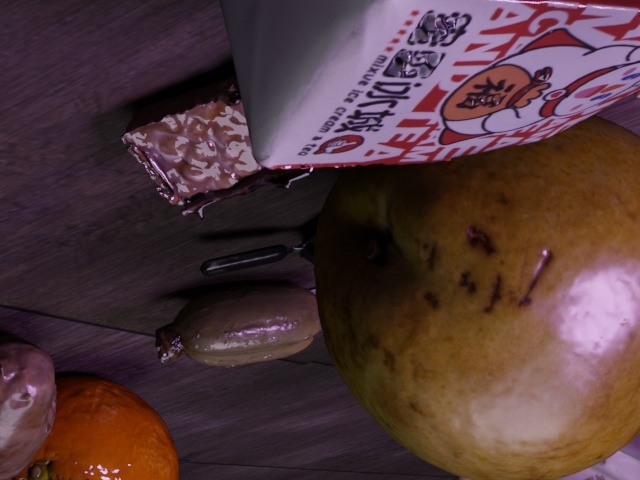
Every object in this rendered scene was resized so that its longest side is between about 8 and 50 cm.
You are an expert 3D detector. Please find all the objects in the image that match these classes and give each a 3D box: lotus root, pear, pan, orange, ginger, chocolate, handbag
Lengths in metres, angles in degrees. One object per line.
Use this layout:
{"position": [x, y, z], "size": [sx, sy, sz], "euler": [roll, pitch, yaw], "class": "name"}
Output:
{"position": [-0.085, 0.086, 1.341], "size": [0.183, 0.077, 0.090], "euler": [-7, 154, -20], "class": "lotus root"}
{"position": [0.137, 0.028, 1.012], "size": [0.304, 0.304, 0.304], "euler": [-10, 161, -3], "class": "pear"}
{"position": [0.000, 0.000, 1.219], "size": [0.235, 0.028, 0.136], "euler": [-9, 161, -17], "class": "pan"}
{"position": [-0.289, 0.283, 1.534], "size": [0.246, 0.246, 0.246], "euler": [-10, 161, -3], "class": "orange"}
{"position": [-0.408, 0.162, 1.300], "size": [0.244, 0.155, 0.304], "euler": [-18, 153, 41], "class": "ginger"}
{"position": [0.021, -0.107, 0.883], "size": [0.329, 0.065, 0.102], "euler": [-19, 139, 20], "class": "chocolate"}
{"position": [0.105, -0.138, 0.706], "size": [0.298, 0.151, 0.171], "euler": [-3, 155, -28], "class": "handbag"}

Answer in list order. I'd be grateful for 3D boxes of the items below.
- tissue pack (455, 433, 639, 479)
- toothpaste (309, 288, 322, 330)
{"position": [0.319, 0.152, 1.384], "size": [0.375, 0.390, 0.195], "euler": [-20, 128, 35], "class": "tissue pack"}
{"position": [0.036, 0.066, 1.414], "size": [0.196, 0.040, 0.047], "euler": [-15, 163, 8], "class": "toothpaste"}
